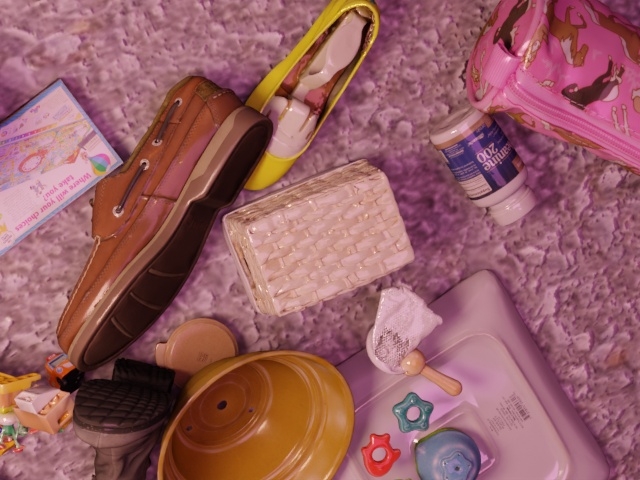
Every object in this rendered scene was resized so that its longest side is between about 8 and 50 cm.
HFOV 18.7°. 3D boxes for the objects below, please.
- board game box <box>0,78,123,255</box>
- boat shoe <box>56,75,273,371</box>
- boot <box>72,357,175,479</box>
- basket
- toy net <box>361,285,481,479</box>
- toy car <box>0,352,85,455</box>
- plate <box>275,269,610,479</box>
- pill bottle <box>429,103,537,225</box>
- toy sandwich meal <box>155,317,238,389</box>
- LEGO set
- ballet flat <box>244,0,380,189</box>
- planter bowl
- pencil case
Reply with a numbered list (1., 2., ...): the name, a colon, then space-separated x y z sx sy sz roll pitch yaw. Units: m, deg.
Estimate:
1. board game box: -0.285 -0.071 1.903 0.154 0.026 0.103 -38 104 -7
2. boat shoe: -0.171 -0.018 1.904 0.104 0.111 0.307 35 86 19
3. boot: -0.191 0.211 1.846 0.083 0.246 0.161 13 97 4
4. basket: 0.000 0.000 1.941 0.167 0.103 0.113 -22 101 -9
5. toy net: 0.085 0.159 1.969 0.122 0.045 0.232 -18 99 -9
6. toy car: -0.284 0.153 1.919 0.122 0.060 0.040 -39 72 -13
7. plate: 0.137 0.215 2.032 0.278 0.045 0.277 -33 103 -7
8. pill bottle: 0.170 -0.077 1.990 0.067 0.067 0.120 -37 104 -7
9. toy sandwich meal: -0.124 0.117 1.966 0.085 0.029 0.086 -2 97 -17
10. LEGO set: -0.361 0.178 1.863 0.287 0.132 0.107 1 103 9
11. ballet flat: -0.014 -0.150 1.932 0.077 0.077 0.231 35 88 -16
12. planter bowl: -0.081 0.183 1.935 0.217 0.090 0.217 -16 124 -25
13. pencil case: 0.331 -0.131 1.971 0.386 0.167 0.160 26 90 -15
